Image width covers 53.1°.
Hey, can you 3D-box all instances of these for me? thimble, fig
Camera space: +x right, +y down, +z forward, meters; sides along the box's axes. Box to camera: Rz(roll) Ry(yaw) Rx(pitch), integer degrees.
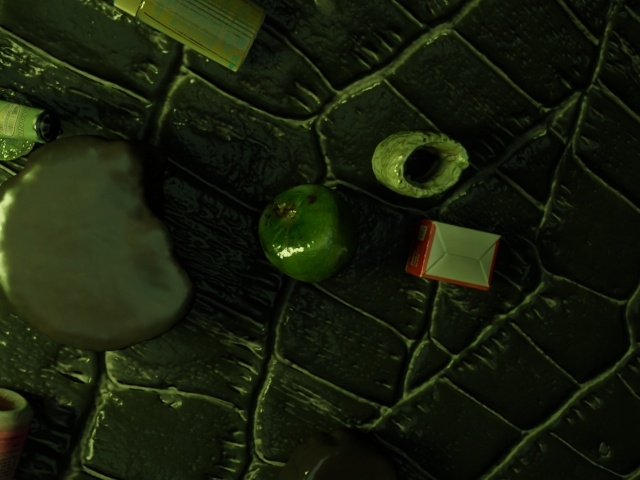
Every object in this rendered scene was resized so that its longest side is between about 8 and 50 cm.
[{"bbox_3d":[0.215,-0.165,1.352,0.190,0.143,0.137,-10,102,-15],"label":"thimble"},{"bbox_3d":[0.000,0.000,1.334,0.203,0.203,0.235,-55,149,-1],"label":"fig"}]

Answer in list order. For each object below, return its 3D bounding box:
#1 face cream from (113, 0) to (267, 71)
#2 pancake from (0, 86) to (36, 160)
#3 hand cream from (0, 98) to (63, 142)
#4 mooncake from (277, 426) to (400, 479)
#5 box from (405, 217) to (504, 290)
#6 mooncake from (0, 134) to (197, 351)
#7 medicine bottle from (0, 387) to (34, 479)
[{"bbox_3d":[-0.253,-0.447,1.203,0.285,0.067,0.139,25,91,-20],"label":"face cream"},{"bbox_3d":[-0.576,-0.209,1.176,0.116,0.022,0.129,40,87,-19],"label":"pancake"},{"bbox_3d":[-0.548,-0.209,1.111,0.235,0.055,0.086,12,85,20],"label":"hand cream"},{"bbox_3d":[0.035,0.558,1.435,0.283,0.141,0.283,-4,100,-25],"label":"mooncake"},{"bbox_3d":[0.298,0.031,1.438,0.182,0.099,0.133,10,94,-16],"label":"box"},{"bbox_3d":[-0.413,0.002,1.161,0.350,0.212,0.381,-3,97,-17],"label":"mooncake"},{"bbox_3d":[-0.645,0.412,1.209,0.147,0.147,0.247,18,95,-19],"label":"medicine bottle"}]
